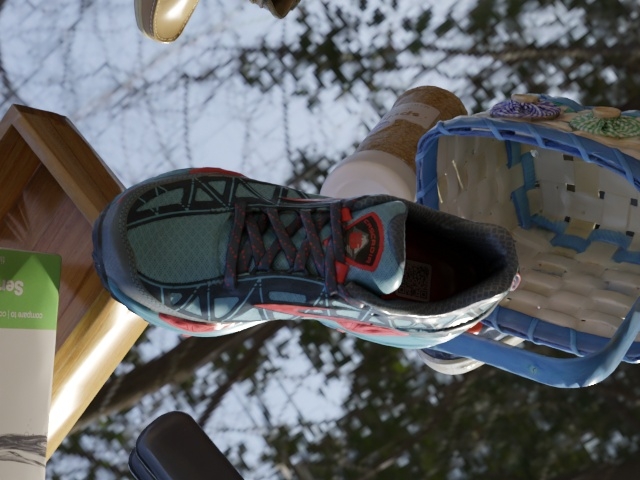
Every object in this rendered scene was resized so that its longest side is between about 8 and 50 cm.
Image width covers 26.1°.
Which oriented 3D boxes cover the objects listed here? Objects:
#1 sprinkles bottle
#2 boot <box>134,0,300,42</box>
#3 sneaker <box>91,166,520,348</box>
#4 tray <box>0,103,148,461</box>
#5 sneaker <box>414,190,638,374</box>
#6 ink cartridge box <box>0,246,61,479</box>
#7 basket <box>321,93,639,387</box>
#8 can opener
[{"bbox_3d":[0.104,-0.100,1.797,0.121,0.121,0.355,50,-153,-6],"label":"sprinkles bottle"},{"bbox_3d":[-0.099,-0.265,1.411,0.165,0.213,0.077,41,-149,26],"label":"boot"},{"bbox_3d":[0.000,0.000,0.811,0.262,0.125,0.104,5,-105,-26],"label":"sneaker"},{"bbox_3d":[-0.299,0.107,1.206,0.203,0.411,0.076,48,-159,28],"label":"tray"},{"bbox_3d":[0.256,0.018,1.627,0.131,0.350,0.148,43,159,36],"label":"sneaker"},{"bbox_3d":[-0.318,0.138,1.071,0.115,0.198,0.272,10,-97,-57],"label":"ink cartridge box"},{"bbox_3d":[0.164,0.003,1.092,0.289,0.255,0.201,-44,-46,-38],"label":"basket"},{"bbox_3d":[-0.007,0.221,0.931,0.095,0.076,0.283,-37,-100,-26],"label":"can opener"}]
